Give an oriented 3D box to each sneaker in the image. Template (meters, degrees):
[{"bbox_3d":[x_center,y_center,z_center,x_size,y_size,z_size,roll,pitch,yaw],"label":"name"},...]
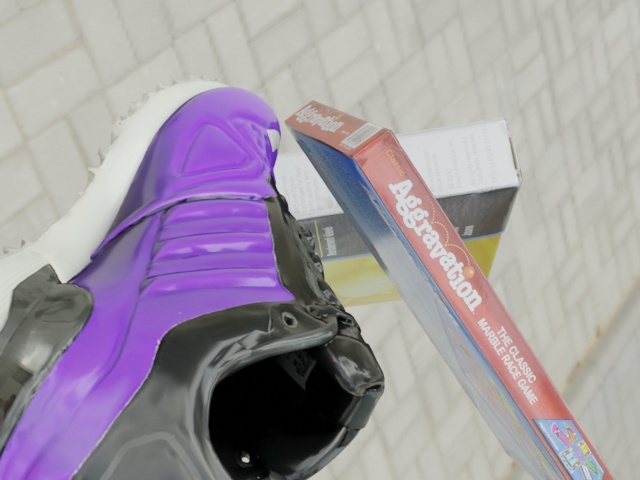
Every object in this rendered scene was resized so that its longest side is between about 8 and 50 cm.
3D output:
[{"bbox_3d":[-0.041,0.031,0.447,0.293,0.146,0.102,-63,170,-57],"label":"sneaker"}]

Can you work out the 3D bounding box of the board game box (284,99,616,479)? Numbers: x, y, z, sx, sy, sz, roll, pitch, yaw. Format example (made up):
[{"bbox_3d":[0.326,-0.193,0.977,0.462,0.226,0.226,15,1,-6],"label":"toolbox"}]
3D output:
[{"bbox_3d":[0.081,0.046,0.636,0.027,0.145,0.281,-36,110,-4],"label":"board game box"}]

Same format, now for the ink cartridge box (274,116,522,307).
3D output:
[{"bbox_3d":[0.000,0.000,0.929,0.303,0.307,0.072,76,4,-74],"label":"ink cartridge box"}]
